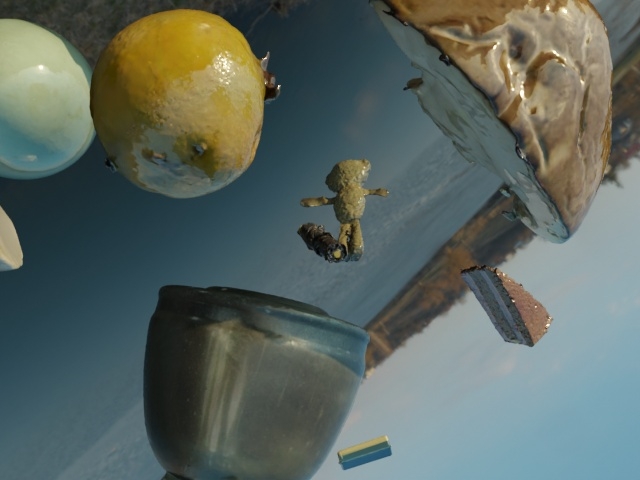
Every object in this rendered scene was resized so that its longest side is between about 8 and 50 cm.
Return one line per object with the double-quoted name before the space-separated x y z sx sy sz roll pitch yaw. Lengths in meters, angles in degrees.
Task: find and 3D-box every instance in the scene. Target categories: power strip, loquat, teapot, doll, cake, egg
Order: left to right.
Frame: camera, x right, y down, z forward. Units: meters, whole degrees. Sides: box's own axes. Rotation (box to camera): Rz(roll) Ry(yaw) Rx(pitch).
"egg" -0.543 -0.248 1.076 0.276 0.276 0.389 -40 -160 -22
"loquat" -0.170 -0.174 0.766 0.244 0.244 0.244 -42 170 -9
"teapot" -0.108 0.181 0.678 0.322 0.240 0.239 -5 -112 54
"doll" 0.078 -0.083 1.451 0.203 0.286 0.091 -37 134 4
"power strip" 0.098 0.477 1.338 0.123 0.032 0.056 -17 140 -3
"cake" 0.464 0.164 1.500 0.116 0.295 0.112 -12 -138 51

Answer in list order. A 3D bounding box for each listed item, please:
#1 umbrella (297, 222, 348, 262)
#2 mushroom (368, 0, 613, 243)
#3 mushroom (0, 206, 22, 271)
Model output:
"umbrella" 0.000 0.000 0.878 0.040 0.037 0.144 -31 -157 -11
"mushroom" 0.179 -0.138 0.521 0.151 0.285 0.156 -41 -163 -1
"mushroom" -0.347 -0.024 0.453 0.116 0.225 0.093 171 -75 -72
